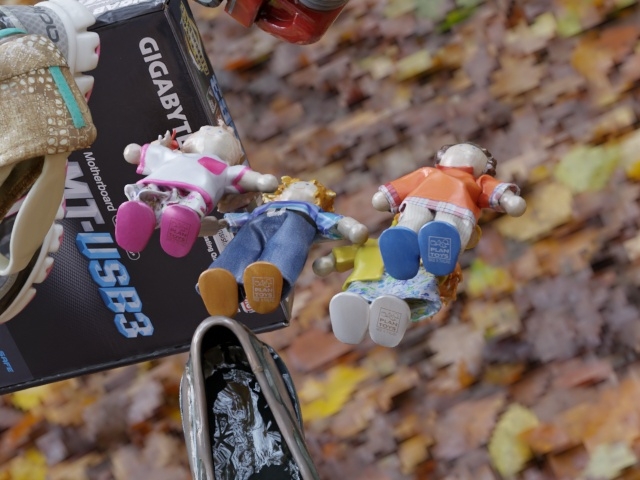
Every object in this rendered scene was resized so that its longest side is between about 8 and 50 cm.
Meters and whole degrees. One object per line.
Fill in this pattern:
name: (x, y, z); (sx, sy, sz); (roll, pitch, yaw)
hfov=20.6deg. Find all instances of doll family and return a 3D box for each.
doll family: (0.000, 0.000, 1.116); (0.263, 0.118, 0.163); (6, 26, 15)

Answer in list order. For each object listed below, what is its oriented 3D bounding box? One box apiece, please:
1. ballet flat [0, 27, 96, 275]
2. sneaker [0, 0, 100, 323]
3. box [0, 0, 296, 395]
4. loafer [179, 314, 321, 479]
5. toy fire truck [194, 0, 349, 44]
ballet flat: (-0.160, 0.000, 0.754); (0.073, 0.067, 0.206); (-24, -20, -50)
sneaker: (-0.165, -0.041, 0.869); (0.075, 0.170, 0.063); (4, 17, -46)
box: (-0.202, -0.033, 1.385); (0.293, 0.295, 0.073); (-13, 29, 13)
loafer: (-0.031, 0.168, 1.007); (0.096, 0.267, 0.084); (-18, -25, -2)
toy fire truck: (0.024, -0.234, 1.433); (0.158, 0.246, 0.217); (-54, 1, -17)
